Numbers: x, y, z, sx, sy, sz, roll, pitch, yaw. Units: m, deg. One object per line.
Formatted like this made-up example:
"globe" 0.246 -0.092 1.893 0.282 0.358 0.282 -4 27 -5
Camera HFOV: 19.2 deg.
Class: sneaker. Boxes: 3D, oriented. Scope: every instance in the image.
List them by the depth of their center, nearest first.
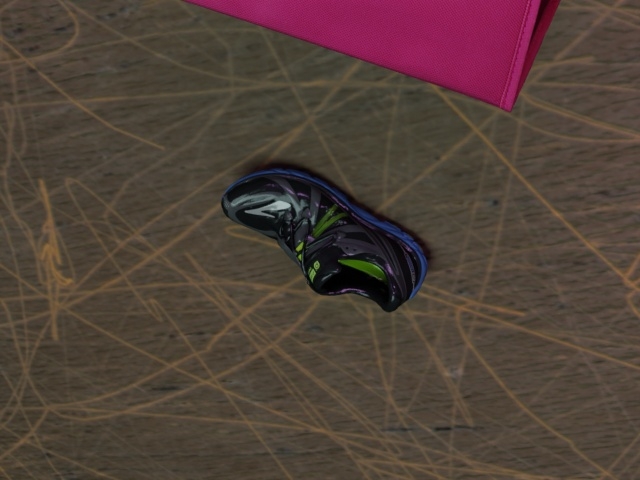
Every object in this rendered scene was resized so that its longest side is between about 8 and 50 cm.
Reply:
"sneaker" 0.000 0.000 1.625 0.188 0.078 0.067 28 136 3

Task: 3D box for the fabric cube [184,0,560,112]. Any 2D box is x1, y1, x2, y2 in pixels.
"fabric cube" 0.058 -0.284 1.209 0.258 0.259 0.254 19 134 9
